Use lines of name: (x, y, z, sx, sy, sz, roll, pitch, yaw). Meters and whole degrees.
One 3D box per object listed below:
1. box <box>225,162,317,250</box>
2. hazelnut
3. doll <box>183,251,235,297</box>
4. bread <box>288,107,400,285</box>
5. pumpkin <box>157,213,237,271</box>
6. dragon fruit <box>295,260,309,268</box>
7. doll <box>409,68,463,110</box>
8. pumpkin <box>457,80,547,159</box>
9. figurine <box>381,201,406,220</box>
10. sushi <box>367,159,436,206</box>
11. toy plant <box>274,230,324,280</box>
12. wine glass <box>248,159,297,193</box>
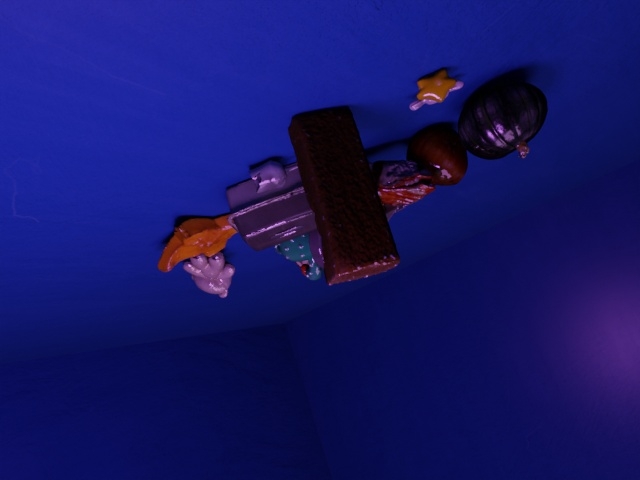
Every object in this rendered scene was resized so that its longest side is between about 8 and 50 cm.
box: (-0.125, -0.095, 1.484, 0.290, 0.166, 0.220, -21, 164, 2)
hazelnut: (0.360, -0.257, 1.525, 0.203, 0.178, 0.178, 25, 143, -23)
doll: (-0.418, 0.102, 1.940, 0.149, 0.175, 0.278, -53, 170, -27)
bread: (0.047, -0.113, 1.180, 0.165, 0.417, 0.113, -9, 162, -18)
pumpkin: (-0.366, -0.005, 1.642, 0.290, 0.095, 0.258, -11, 159, -38)
dragon fruit: (-0.058, -0.018, 1.879, 0.211, 0.134, 0.262, -32, 127, 1)
doll: (0.295, -0.370, 1.246, 0.135, 0.072, 0.113, -20, 173, -12)
pumpkin: (0.508, -0.321, 1.385, 0.249, 0.216, 0.250, -33, 174, -4)
figurine: (0.149, -0.118, 1.724, 0.342, 0.167, 0.285, -28, 165, 10)
sushi: (0.171, -0.176, 1.486, 0.331, 0.130, 0.124, 1, 153, 11)
toy plant: (0.005, 0.010, 1.645, 0.400, 0.185, 0.280, -3, 132, 30)
wine glass: (-0.094, -0.191, 1.360, 0.195, 0.079, 0.079, -21, 164, 0)
